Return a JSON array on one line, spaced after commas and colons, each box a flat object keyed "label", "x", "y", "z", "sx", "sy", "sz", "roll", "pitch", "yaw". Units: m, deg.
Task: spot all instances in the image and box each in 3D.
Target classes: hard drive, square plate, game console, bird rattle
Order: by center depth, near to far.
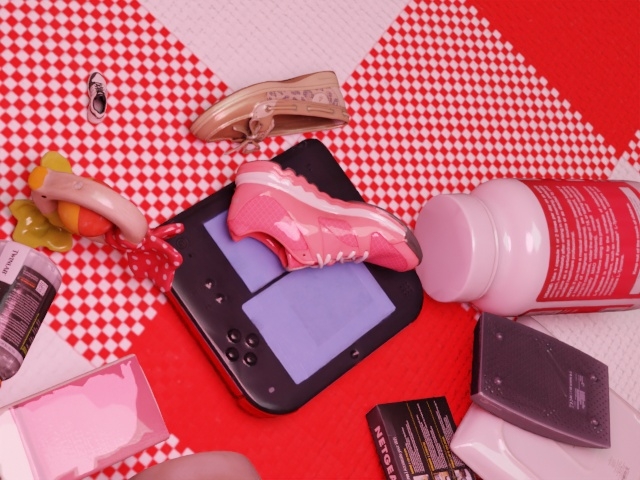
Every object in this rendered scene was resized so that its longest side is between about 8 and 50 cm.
[{"label": "bird rattle", "x": -0.309, "y": -0.024, "z": 1.702, "sx": 0.253, "sy": 0.207, "sz": 0.143, "roll": 27, "pitch": 74, "yaw": 11}, {"label": "game console", "x": -0.045, "y": 0.053, "z": 1.908, "sx": 0.386, "sy": 0.060, "sz": 0.342, "roll": -33, "pitch": 91, "yaw": -35}, {"label": "hard drive", "x": 0.348, "y": 0.230, "z": 1.975, "sx": 0.254, "sy": 0.054, "sz": 0.172, "roll": 24, "pitch": 50, "yaw": -20}, {"label": "square plate", "x": 0.407, "y": 0.324, "z": 2.025, "sx": 0.344, "sy": 0.049, "sz": 0.347, "roll": 41, "pitch": 47, "yaw": -4}]

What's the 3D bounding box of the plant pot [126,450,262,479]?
[{"label": "plant pot", "x": -0.149, "y": 0.441, "z": 1.617, "sx": 0.323, "sy": 0.323, "sz": 0.280, "roll": -3, "pitch": 58, "yaw": -29}]

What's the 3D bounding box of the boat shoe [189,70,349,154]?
[{"label": "boat shoe", "x": -0.072, "y": -0.196, "z": 1.955, "sx": 0.285, "sy": 0.104, "sz": 0.089, "roll": -20, "pitch": 82, "yaw": -33}]

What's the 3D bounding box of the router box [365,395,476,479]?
[{"label": "router box", "x": 0.159, "y": 0.334, "z": 1.919, "sx": 0.133, "sy": 0.046, "sz": 0.179, "roll": -2, "pitch": 59, "yaw": -29}]

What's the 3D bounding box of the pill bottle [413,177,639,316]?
[{"label": "pill bottle", "x": 0.367, "y": 0.010, "z": 2.055, "sx": 0.407, "sy": 0.229, "sz": 0.229, "roll": -1, "pitch": 74, "yaw": -29}]

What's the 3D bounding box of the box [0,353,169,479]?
[{"label": "box", "x": -0.342, "y": 0.257, "z": 1.634, "sx": 0.232, "sy": 0.148, "sz": 0.127, "roll": -22, "pitch": 86, "yaw": -31}]

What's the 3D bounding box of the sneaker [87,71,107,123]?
[{"label": "sneaker", "x": -0.331, "y": -0.218, "z": 1.861, "sx": 0.031, "sy": 0.037, "sz": 0.083, "roll": 4, "pitch": 71, "yaw": -26}]

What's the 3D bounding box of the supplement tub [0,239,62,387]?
[{"label": "supplement tub", "x": -0.433, "y": 0.104, "z": 1.653, "sx": 0.117, "sy": 0.117, "sz": 0.190, "roll": 30, "pitch": 61, "yaw": -17}]

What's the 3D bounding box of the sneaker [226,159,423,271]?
[{"label": "sneaker", "x": -0.001, "y": 0.000, "z": 1.880, "sx": 0.313, "sy": 0.116, "sz": 0.136, "roll": 23, "pitch": 69, "yaw": -8}]
